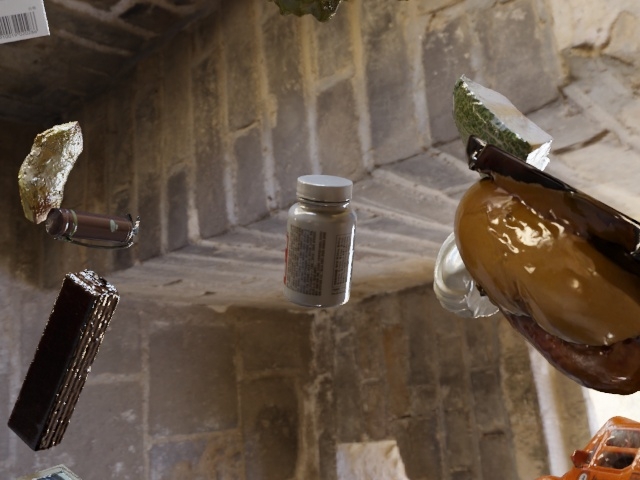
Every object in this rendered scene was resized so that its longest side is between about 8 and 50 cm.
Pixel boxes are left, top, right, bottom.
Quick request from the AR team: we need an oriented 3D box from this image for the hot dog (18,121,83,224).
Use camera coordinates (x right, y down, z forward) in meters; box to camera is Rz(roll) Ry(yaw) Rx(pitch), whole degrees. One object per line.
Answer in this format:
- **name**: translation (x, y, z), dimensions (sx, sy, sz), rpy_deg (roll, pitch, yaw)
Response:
- **hot dog**: translation (-0.421, -0.108, 0.915), dimensions (0.078, 0.061, 0.169), rpy_deg (46, 64, -69)

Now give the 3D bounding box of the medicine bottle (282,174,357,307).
- **medicine bottle**: translation (0.000, 0.000, 0.677), dimensions (0.079, 0.079, 0.140), rpy_deg (-20, 119, -53)

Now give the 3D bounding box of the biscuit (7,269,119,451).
- **biscuit**: translation (-0.545, 0.252, 1.263), dimensions (0.073, 0.107, 0.388), rpy_deg (8, 109, -64)

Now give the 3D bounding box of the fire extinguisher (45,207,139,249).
- **fire extinguisher**: translation (-0.349, -0.019, 0.941), dimensions (0.158, 0.043, 0.064), rpy_deg (10, 68, -55)

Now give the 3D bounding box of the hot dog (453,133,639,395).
- **hot dog**: translation (0.185, 0.019, 0.450), dimensions (0.194, 0.107, 0.326), rpy_deg (28, 16, 1)

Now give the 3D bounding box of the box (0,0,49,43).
- **box**: translation (-0.779, -0.552, 1.334), dimensions (0.274, 0.203, 0.116), rpy_deg (-23, 56, -27)

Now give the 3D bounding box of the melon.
- **melon**: translation (0.253, -0.137, 0.799), dimensions (0.202, 0.093, 0.139), rpy_deg (57, 4, -12)

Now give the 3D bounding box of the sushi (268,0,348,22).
- **sushi**: translation (0.071, -0.385, 0.438), dimensions (0.240, 0.396, 0.351), rpy_deg (37, 60, -42)

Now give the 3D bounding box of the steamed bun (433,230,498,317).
- **steamed bun**: translation (0.258, 0.038, 0.966), dimensions (0.183, 0.183, 0.106), rpy_deg (24, 18, -45)

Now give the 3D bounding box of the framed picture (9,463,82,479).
- **framed picture**: translation (-0.491, 0.590, 1.241), dimensions (0.022, 0.335, 0.247), rpy_deg (-59, 166, -4)

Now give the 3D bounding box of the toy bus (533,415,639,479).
- **toy bus**: translation (0.284, 0.215, 0.431), dimensions (0.143, 0.329, 0.153), rpy_deg (34, 69, -2)
